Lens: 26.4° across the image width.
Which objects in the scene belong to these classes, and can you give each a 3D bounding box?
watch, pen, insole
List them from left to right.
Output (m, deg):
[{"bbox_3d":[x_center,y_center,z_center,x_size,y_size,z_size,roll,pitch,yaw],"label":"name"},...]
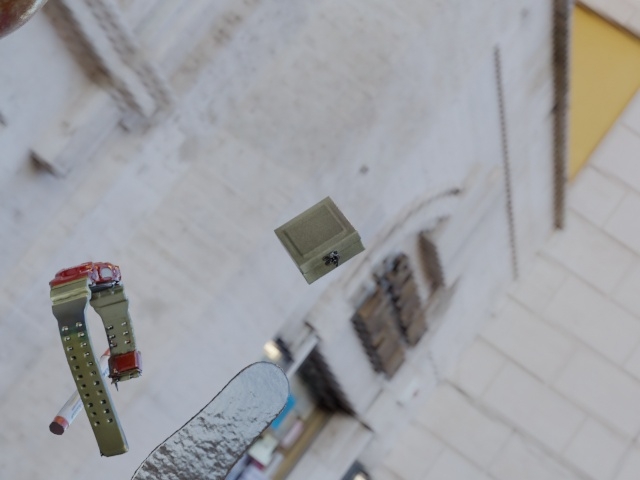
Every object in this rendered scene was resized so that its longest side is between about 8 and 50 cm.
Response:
[{"bbox_3d":[-0.352,0.218,2.099,0.028,0.239,0.028,10,-57,16],"label":"pen"},{"bbox_3d":[-0.308,0.162,1.948,0.165,0.102,0.268,-28,102,-75],"label":"watch"},{"bbox_3d":[-0.156,0.285,1.764,0.111,0.328,0.007,46,-19,-12],"label":"insole"}]

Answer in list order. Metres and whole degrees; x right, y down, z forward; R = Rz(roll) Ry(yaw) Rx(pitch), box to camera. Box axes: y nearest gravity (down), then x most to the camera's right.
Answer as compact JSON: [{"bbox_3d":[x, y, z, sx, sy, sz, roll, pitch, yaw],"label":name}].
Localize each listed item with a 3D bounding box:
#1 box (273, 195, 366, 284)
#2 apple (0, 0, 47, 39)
[{"bbox_3d":[0.000,0.000,1.562,0.083,0.079,0.035,55,-5,46],"label":"box"},{"bbox_3d":[-0.449,-0.390,1.573,0.348,0.348,0.277,44,0,-33],"label":"apple"}]
